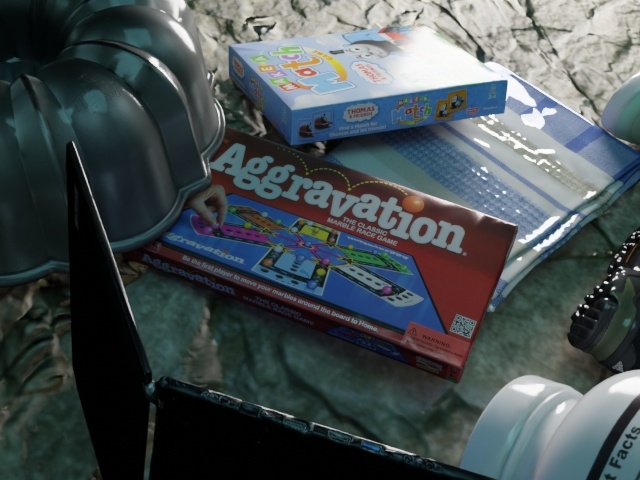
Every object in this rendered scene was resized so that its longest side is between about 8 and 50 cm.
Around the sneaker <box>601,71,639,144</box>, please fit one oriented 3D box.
[{"bbox_3d":[0.407,-0.096,0.936,0.255,0.094,0.151,0,44,-17],"label":"sneaker"}]

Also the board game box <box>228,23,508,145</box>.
[{"bbox_3d":[0.040,-0.149,0.903,0.211,0.039,0.160,-12,35,-21],"label":"board game box"}]

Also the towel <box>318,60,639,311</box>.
[{"bbox_3d":[0.150,-0.061,0.890,0.209,0.034,0.285,39,50,22],"label":"towel"}]

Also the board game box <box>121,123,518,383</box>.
[{"bbox_3d":[0.000,0.000,0.769,0.281,0.027,0.145,19,53,13],"label":"board game box"}]

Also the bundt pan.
[{"bbox_3d":[-0.241,-0.130,0.764,0.330,0.124,0.331,1,50,-2],"label":"bundt pan"}]

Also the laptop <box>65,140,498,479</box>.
[{"bbox_3d":[-0.046,0.105,0.563,0.264,0.234,0.137,17,49,2],"label":"laptop"}]

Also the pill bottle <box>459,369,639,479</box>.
[{"bbox_3d":[0.242,0.184,0.549,0.323,0.182,0.181,16,40,40],"label":"pill bottle"}]

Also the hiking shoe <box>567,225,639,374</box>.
[{"bbox_3d":[0.300,0.045,0.816,0.114,0.086,0.227,44,58,6],"label":"hiking shoe"}]
